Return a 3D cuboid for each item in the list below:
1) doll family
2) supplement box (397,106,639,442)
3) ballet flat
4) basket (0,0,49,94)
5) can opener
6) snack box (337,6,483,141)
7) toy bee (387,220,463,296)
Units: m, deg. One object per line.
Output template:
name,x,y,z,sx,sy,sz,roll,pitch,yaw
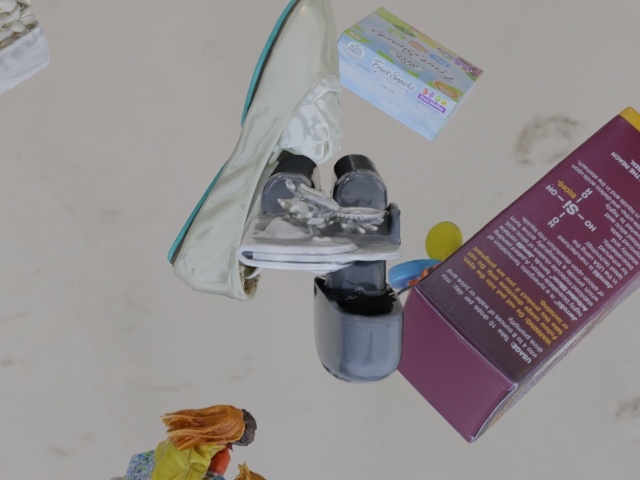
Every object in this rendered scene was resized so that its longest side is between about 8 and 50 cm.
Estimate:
doll family,-0.116,0.250,1.235,0.163,0.263,0.118,-36,135,18
supplement box,0.136,0.020,0.771,0.188,0.081,0.104,-38,165,-23
ballet flat,-0.029,-0.060,0.959,0.086,0.086,0.248,17,114,-24
basket,-0.447,-0.212,1.053,0.331,0.328,0.266,-1,112,15
can opener,0.000,0.000,0.690,0.074,0.280,0.093,1,102,0
snack box,0.114,-0.225,1.729,0.174,0.207,0.070,32,116,4
toy bee,0.163,0.077,1.553,0.162,0.195,0.298,-10,-177,10
